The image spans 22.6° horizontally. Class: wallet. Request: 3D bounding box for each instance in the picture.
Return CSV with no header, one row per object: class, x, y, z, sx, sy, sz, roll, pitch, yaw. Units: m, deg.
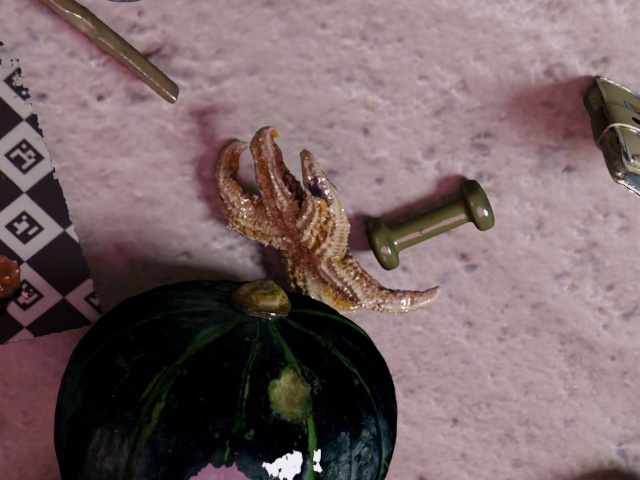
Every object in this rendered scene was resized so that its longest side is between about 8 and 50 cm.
wallet,0.290,-0.080,1.415,0.110,0.155,0.039,30,117,-20

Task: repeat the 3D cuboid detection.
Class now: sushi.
sushi,-0.345,-0.033,1.412,0.264,0.050,0.290,-13,120,7

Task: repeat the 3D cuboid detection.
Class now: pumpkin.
pumpkin,-0.078,0.147,1.394,0.315,0.315,0.238,6,112,-11

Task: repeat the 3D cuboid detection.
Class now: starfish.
starfish,-0.001,0.002,1.440,0.071,0.216,0.238,-50,153,-20

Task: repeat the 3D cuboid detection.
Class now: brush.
brush,-0.208,-0.203,1.345,0.248,0.043,0.036,39,112,-23

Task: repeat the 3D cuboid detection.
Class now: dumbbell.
dumbbell,0.101,-0.015,1.481,0.118,0.052,0.046,-23,121,3

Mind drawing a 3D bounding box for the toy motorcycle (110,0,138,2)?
toy motorcycle,-0.158,-0.352,1.241,0.223,0.108,0.341,20,120,-23
